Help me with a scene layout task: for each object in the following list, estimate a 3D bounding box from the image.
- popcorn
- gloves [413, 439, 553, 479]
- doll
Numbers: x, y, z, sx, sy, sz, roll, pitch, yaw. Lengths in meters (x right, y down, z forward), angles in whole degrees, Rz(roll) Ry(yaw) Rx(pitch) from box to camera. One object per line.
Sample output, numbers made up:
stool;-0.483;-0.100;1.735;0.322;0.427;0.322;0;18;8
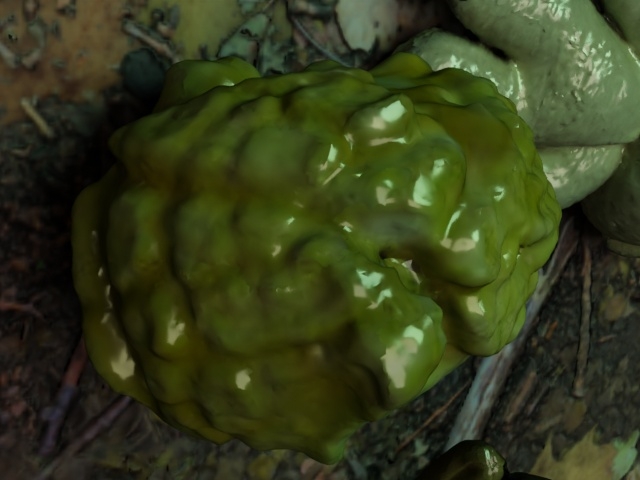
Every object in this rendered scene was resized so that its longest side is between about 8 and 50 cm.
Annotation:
popcorn;0.000;0.000;0.589;0.256;0.255;0.195;-25;114;-18
gloves;0.110;0.257;0.797;0.154;0.141;0.331;-7;119;-4
doll;0.174;-0.101;0.764;0.278;0.175;0.149;24;52;-27
